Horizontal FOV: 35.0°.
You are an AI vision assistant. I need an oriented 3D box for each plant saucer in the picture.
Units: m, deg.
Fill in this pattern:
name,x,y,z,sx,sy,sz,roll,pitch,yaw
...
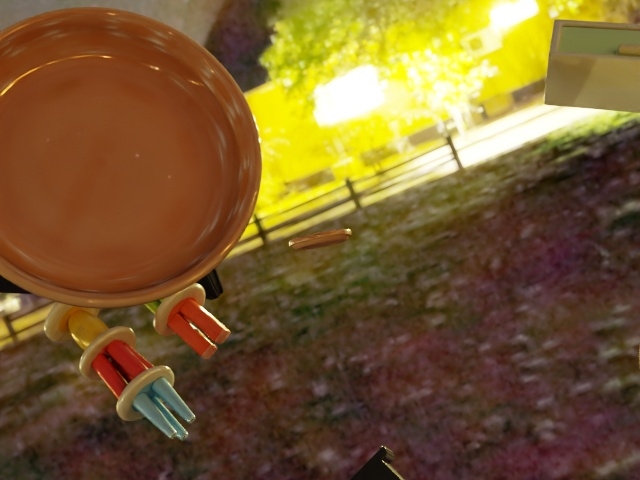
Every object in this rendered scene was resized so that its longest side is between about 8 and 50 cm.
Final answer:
name,x,y,z,sx,sy,sz,roll,pitch,yaw
plant saucer,0.000,0.000,1.338,0.084,0.013,0.083,-10,-7,-1
plant saucer,-0.137,-0.051,0.642,0.200,0.200,0.037,-26,-7,-23

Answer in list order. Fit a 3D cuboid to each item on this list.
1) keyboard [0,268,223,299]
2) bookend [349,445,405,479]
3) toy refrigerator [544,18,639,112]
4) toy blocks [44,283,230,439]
name,x,y,z,sx,sy,sz,roll,pitch,yaw
keyboard,-0.276,0.010,1.103,0.317,0.033,0.201,1,-28,7
bookend,0.085,0.374,1.292,0.157,0.156,0.072,-46,-20,-4
toy refrigerator,0.454,-0.242,1.407,0.270,0.094,0.102,8,43,13
toy blocks,-0.127,0.085,0.809,0.123,0.148,0.054,-32,-32,-32
